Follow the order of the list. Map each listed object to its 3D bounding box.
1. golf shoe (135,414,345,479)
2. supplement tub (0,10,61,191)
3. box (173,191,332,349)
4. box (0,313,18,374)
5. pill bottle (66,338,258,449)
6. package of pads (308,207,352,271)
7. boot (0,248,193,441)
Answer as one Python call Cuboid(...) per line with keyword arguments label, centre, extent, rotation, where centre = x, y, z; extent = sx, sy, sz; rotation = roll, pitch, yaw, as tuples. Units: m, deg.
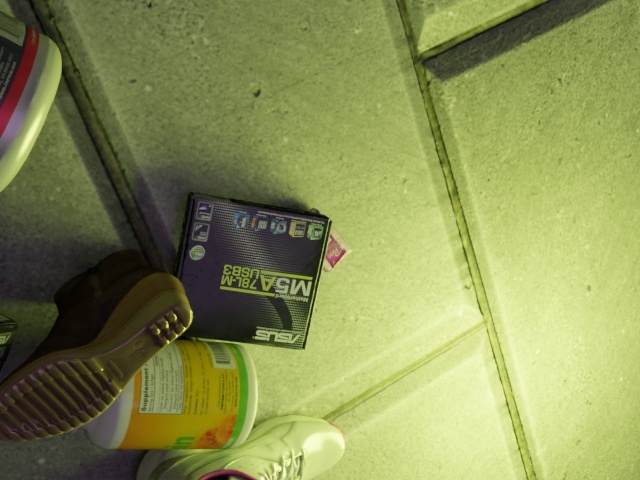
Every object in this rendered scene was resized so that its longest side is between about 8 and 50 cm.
Cuboid(label="golf shoe", centre=(-0.088, 0.324, 1.134), extent=(0.306, 0.140, 0.115), rotation=(-8, 107, -27))
Cuboid(label="supplement tub", centre=(-0.409, -0.169, 0.790), extent=(0.272, 0.191, 0.191), rotation=(27, 91, -31))
Cuboid(label="box", centre=(-0.095, 0.042, 1.082), extent=(0.191, 0.045, 0.184), rotation=(10, 98, -17))
Cuboid(label="box", centre=(-0.449, 0.179, 0.852), extent=(0.216, 0.060, 0.270), rotation=(-68, 164, 5))
Cuboid(label="pill bottle", centre=(-0.214, 0.189, 1.028), extent=(0.246, 0.136, 0.136), rotation=(8, 101, -29))
Cuboid(label="package of pads", centre=(0.000, 0.000, 1.144), extent=(0.050, 0.032, 0.083), rotation=(-45, 119, -5))
Cuboid(label="boot", centre=(-0.272, 0.108, 0.933), extent=(0.248, 0.207, 0.090), rotation=(-32, 119, -19))
